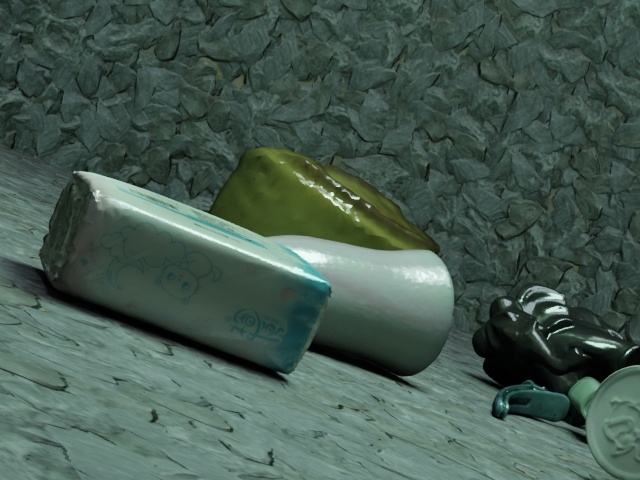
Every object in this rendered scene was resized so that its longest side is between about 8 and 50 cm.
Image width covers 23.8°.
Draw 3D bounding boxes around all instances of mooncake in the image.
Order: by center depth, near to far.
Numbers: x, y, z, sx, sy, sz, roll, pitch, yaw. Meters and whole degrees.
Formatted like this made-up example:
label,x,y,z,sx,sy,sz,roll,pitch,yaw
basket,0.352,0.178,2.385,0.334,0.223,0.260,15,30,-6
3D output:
label,x,y,z,sx,sy,sz,roll,pitch,yaw
mooncake,0.000,0.000,2.500,0.393,0.246,0.394,28,4,-12

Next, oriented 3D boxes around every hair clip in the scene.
label,x,y,z,sx,sy,sz,roll,pitch,yaw
hair clip,0.276,0.232,2.140,0.083,0.048,0.275,26,8,23

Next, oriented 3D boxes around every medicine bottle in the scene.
label,x,y,z,sx,sy,sz,roll,pitch,yaw
medicine bottle,0.446,0.239,1.811,0.170,0.170,0.293,24,4,42

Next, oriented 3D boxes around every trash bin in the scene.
label,x,y,z,sx,sy,sz,roll,pitch,yaw
trash bin,0.420,0.258,2.217,0.116,0.059,0.130,46,3,0

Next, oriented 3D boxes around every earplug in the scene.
label,x,y,z,sx,sy,sz,roll,pitch,yaw
earplug,0.002,0.069,1.952,0.301,0.172,0.172,13,7,-32

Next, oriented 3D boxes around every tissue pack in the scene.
label,x,y,z,sx,sy,sz,roll,pitch,yaw
tissue pack,-0.143,0.030,1.571,0.271,0.124,0.201,23,1,-17

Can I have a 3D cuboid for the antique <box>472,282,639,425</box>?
label,x,y,z,sx,sy,sz,roll,pitch,yaw
antique,0.412,0.200,2.511,0.255,0.185,0.322,33,8,40
